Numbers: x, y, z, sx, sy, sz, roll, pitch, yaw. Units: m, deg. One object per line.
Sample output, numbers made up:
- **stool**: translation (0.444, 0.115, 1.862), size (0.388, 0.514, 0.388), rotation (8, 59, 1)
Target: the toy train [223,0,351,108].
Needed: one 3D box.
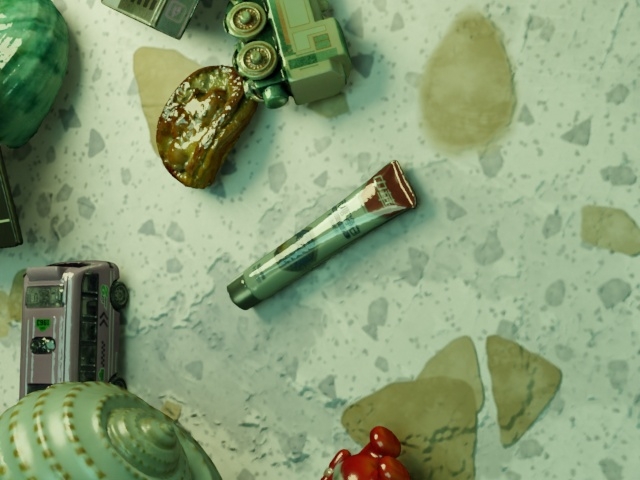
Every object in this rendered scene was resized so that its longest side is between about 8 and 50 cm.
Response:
- **toy train**: translation (-0.043, -0.237, 1.426), size (0.125, 0.081, 0.194), rotation (-15, 68, 1)

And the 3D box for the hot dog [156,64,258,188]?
- **hot dog**: translation (-0.129, -0.129, 1.475), size (0.099, 0.065, 0.147), rotation (42, 106, 30)

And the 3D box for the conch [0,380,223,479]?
- **conch**: translation (-0.241, 0.268, 1.375), size (0.319, 0.303, 0.215), rotation (-20, 59, 39)

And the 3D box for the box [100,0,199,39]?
- **box**: translation (-0.145, -0.398, 1.482), size (0.180, 0.047, 0.324), rotation (33, 102, 57)

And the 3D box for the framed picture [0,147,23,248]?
- **framed picture**: translation (-0.485, -0.107, 1.597), size (0.347, 0.016, 0.265), rotation (-7, 97, 47)

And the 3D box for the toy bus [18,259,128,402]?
- **toy bus**: translation (-0.292, 0.120, 1.509), size (0.096, 0.108, 0.198), rotation (-3, 83, 28)

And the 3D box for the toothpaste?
- **toothpaste**: translation (0.000, 0.000, 1.404), size (0.239, 0.039, 0.062), rotation (-34, 62, 19)

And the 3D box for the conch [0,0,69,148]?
- **conch**: translation (-0.398, -0.239, 1.578), size (0.202, 0.196, 0.134), rotation (32, 133, -7)

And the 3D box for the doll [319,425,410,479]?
- **doll**: translation (-0.002, 0.297, 1.336), size (0.245, 0.076, 0.142), rotation (-46, 22, 16)
